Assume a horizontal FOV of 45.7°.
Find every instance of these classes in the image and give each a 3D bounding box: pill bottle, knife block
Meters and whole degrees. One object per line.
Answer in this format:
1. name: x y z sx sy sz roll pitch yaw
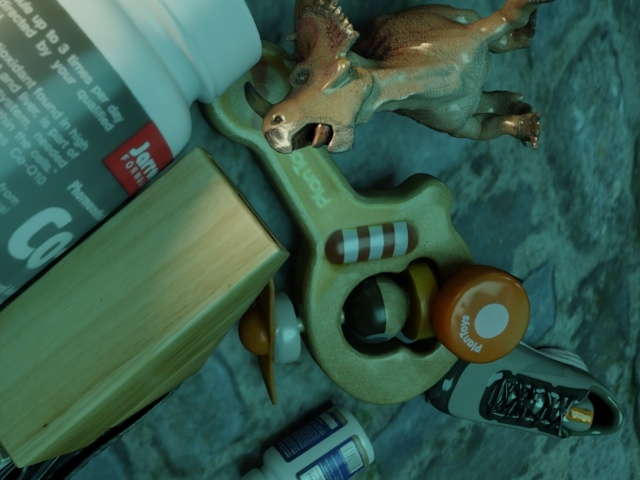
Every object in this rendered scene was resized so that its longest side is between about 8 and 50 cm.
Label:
1. pill bottle: -0.013 0.217 0.735 0.120 0.067 0.067 -29 122 -18
2. pill bottle: -0.182 -0.075 0.456 0.283 0.161 0.161 -42 125 -10
3. knife block: -0.172 0.083 0.493 0.242 0.088 0.276 -31 167 -41

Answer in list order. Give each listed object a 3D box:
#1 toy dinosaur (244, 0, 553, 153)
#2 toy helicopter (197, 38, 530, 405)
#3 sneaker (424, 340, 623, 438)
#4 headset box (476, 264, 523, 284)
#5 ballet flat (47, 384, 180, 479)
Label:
1. toy dinosaur: 0.066 -0.137 0.581 0.200 0.296 0.127 4 102 10
2. toy helicopter: 0.000 0.000 0.642 0.235 0.140 0.355 -35 113 -4
3. sneaker: 0.231 0.165 0.837 0.271 0.108 0.100 12 105 -32
4. headset box: 0.165 0.059 0.799 0.083 0.032 0.062 12 103 -33
5. ballet flat: -0.162 0.140 0.625 0.173 0.049 0.057 -42 126 -10
